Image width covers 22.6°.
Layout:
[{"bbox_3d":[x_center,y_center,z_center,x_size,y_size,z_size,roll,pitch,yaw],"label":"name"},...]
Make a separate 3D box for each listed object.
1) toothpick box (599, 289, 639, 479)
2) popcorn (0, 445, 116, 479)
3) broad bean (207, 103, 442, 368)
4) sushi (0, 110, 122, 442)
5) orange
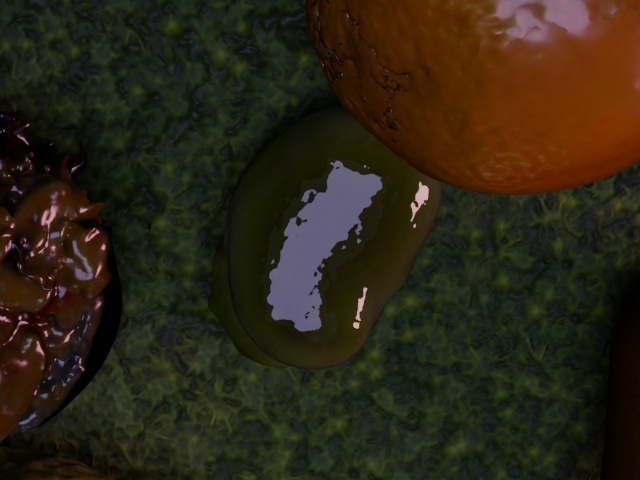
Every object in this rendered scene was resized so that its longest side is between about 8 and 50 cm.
[{"bbox_3d":[0.235,0.183,1.025,0.192,0.192,0.294,12,101,-7],"label":"toothpick box"},{"bbox_3d":[-0.204,0.245,1.027,0.286,0.174,0.225,-6,94,9],"label":"popcorn"},{"bbox_3d":[0.000,0.000,1.005,0.124,0.082,0.174,19,96,-10],"label":"broad bean"},{"bbox_3d":[-0.224,0.027,0.930,0.213,0.204,0.200,-8,104,-6],"label":"sushi"},{"bbox_3d":[0.113,-0.144,0.873,0.246,0.246,0.246,-1,108,-3],"label":"orange"}]
